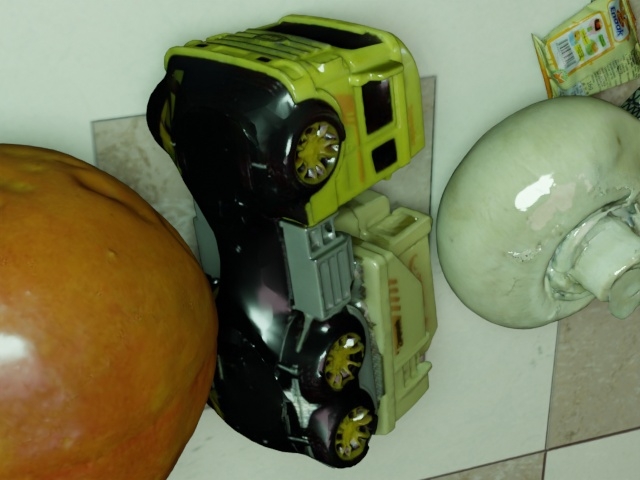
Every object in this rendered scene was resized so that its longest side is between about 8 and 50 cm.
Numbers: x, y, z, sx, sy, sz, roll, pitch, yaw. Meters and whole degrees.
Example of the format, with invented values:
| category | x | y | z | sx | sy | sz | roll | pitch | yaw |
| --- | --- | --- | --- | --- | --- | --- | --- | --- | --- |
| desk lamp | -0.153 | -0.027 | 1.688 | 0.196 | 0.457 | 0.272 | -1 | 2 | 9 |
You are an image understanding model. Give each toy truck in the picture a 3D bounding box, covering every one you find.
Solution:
| category | x | y | z | sx | sy | sz | roll | pitch | yaw |
| --- | --- | --- | --- | --- | --- | --- | --- | --- | --- |
| toy truck | 0.000 | 0.000 | 1.055 | 0.254 | 0.181 | 0.405 | -34 | 127 | -39 |

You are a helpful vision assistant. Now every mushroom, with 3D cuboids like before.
| category | x | y | z | sx | sy | sz | roll | pitch | yaw |
| --- | --- | --- | --- | --- | --- | --- | --- | --- | --- |
| mushroom | 0.238 | -0.016 | 1.133 | 0.246 | 0.202 | 0.246 | -27 | 140 | -25 |

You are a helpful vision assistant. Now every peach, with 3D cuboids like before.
| category | x | y | z | sx | sy | sz | roll | pitch | yaw |
| --- | --- | --- | --- | --- | --- | --- | --- | --- | --- |
| peach | -0.257 | 0.101 | 0.921 | 0.343 | 0.301 | 0.342 | 10 | 122 | 17 |

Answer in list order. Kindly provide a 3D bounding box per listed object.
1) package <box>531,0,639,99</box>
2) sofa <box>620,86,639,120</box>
| category | x | y | z | sx | sy | sz | roll | pitch | yaw |
| --- | --- | --- | --- | --- | --- | --- | --- | --- | --- |
| package | 0.269 | -0.184 | 1.167 | 0.121 | 0.031 | 0.108 | -31 | 123 | -6 |
| sofa | 0.374 | -0.156 | 1.219 | 0.118 | 0.039 | 0.060 | -45 | 123 | 5 |
